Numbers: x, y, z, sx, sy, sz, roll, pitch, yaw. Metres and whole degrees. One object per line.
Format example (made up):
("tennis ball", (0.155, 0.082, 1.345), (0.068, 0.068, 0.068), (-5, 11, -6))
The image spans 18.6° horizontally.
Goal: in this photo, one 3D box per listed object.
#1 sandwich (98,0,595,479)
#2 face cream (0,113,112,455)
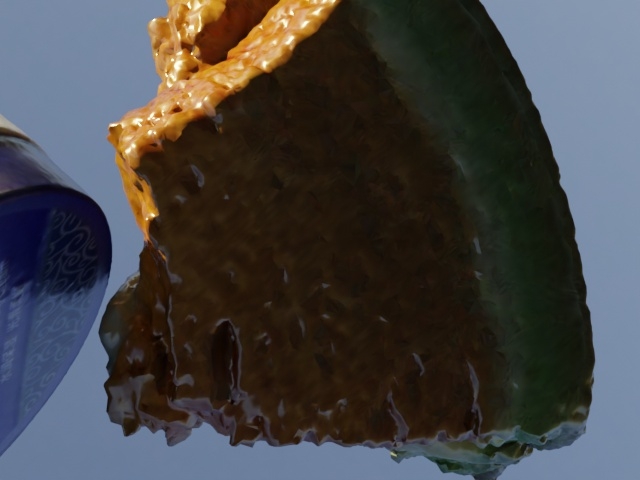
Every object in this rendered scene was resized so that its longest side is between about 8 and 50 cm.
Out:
("sandwich", (0.007, -0.012, 0.821), (0.212, 0.109, 0.292), (-7, -82, -27))
("face cream", (-0.190, 0.030, 0.768), (0.111, 0.206, 0.206), (38, -155, 20))
